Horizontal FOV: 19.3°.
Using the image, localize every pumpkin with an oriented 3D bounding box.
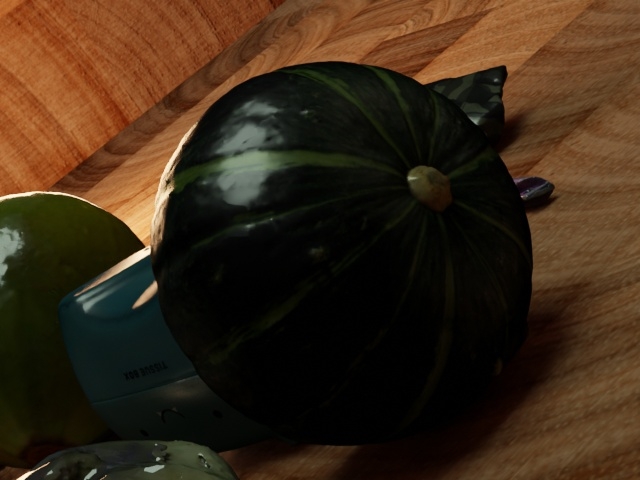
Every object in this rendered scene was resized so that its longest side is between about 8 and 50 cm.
[{"bbox_3d":[0.022,0.009,1.520,0.323,0.323,0.241,-46,6,-37],"label":"pumpkin"}]

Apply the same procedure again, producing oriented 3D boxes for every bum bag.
[{"bbox_3d":[0.106,-0.129,2.236,0.340,0.095,0.144,-18,37,53],"label":"bum bag"}]

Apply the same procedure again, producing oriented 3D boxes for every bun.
[{"bbox_3d":[-0.171,0.253,1.470,0.272,0.168,0.273,-25,17,8],"label":"bun"}]

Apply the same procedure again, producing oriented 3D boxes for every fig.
[{"bbox_3d":[-0.308,0.115,2.045,0.316,0.316,0.316,-32,14,9],"label":"fig"}]

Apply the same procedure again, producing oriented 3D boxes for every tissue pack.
[{"bbox_3d":[-0.093,0.093,1.764,0.287,0.206,0.198,-18,13,44],"label":"tissue pack"}]

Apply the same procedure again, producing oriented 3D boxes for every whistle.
[{"bbox_3d":[0.181,-0.047,1.919,0.033,0.033,0.176,-40,15,-19],"label":"whistle"}]
